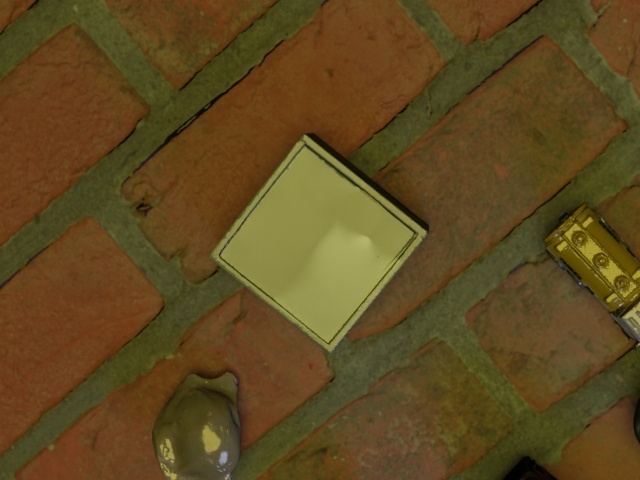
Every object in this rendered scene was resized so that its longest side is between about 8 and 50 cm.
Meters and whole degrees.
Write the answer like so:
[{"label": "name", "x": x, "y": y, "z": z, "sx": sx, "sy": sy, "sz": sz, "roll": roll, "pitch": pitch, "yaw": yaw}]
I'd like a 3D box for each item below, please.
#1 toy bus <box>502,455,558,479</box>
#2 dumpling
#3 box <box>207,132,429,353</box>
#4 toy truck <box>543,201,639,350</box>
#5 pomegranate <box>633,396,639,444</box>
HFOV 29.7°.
[{"label": "toy bus", "x": 0.362, "y": 0.445, "z": 1.732, "sx": 0.275, "sy": 0.167, "sz": 0.138, "roll": 36, "pitch": 98, "yaw": -4}, {"label": "dumpling", "x": -0.181, "y": 0.289, "z": 1.797, "sx": 0.136, "sy": 0.118, "sz": 0.199, "roll": 11, "pitch": 75, "yaw": 2}, {"label": "box", "x": 0.000, "y": 0.000, "z": 1.746, "sx": 0.225, "sy": 0.117, "sz": 0.225, "roll": 39, "pitch": 99, "yaw": 1}, {"label": "toy truck", "x": 0.413, "y": 0.050, "z": 1.711, "sx": 0.098, "sy": 0.114, "sz": 0.227, "roll": -44, "pitch": 91, "yaw": 8}, {"label": "pomegranate", "x": 0.526, "y": 0.256, "z": 1.668, "sx": 0.181, "sy": 0.224, "sz": 0.181, "roll": 1, "pitch": 93, "yaw": 14}]
